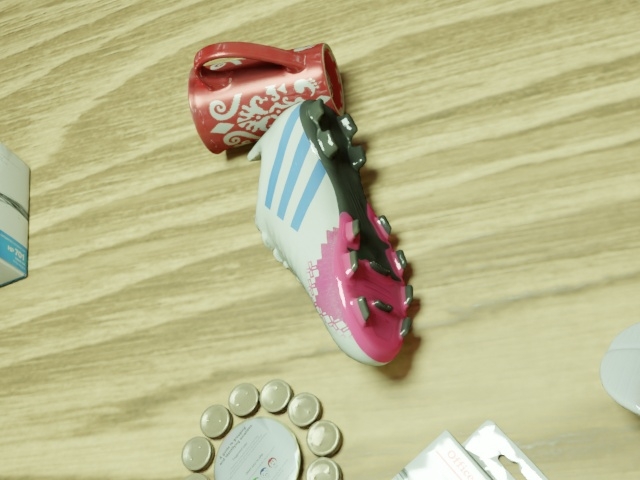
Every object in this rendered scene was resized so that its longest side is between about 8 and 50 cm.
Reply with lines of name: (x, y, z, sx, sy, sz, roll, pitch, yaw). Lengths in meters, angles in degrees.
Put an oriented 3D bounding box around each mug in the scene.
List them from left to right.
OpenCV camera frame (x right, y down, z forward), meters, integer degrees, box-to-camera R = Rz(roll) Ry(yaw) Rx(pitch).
mug: (-0.067, -0.177, 0.981, 0.169, 0.150, 0.113, -10, 89, 14)

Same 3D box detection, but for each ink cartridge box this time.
ink cartridge box: (-0.481, -0.025, 1.116, 0.140, 0.082, 0.190, -19, 56, 13)
ink cartridge box: (0.111, 0.244, 0.715, 0.180, 0.060, 0.104, -43, 54, -2)

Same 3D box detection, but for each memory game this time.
memory game: (-0.064, 0.231, 0.831, 0.186, 0.012, 0.186, -11, 60, 19)

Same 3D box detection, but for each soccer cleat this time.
soccer cleat: (0.000, 0.000, 0.884, 0.143, 0.116, 0.331, -34, 53, 31)

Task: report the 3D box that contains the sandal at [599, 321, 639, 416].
sandal: (0.351, 0.137, 0.644, 0.265, 0.076, 0.102, 11, 52, 47)
